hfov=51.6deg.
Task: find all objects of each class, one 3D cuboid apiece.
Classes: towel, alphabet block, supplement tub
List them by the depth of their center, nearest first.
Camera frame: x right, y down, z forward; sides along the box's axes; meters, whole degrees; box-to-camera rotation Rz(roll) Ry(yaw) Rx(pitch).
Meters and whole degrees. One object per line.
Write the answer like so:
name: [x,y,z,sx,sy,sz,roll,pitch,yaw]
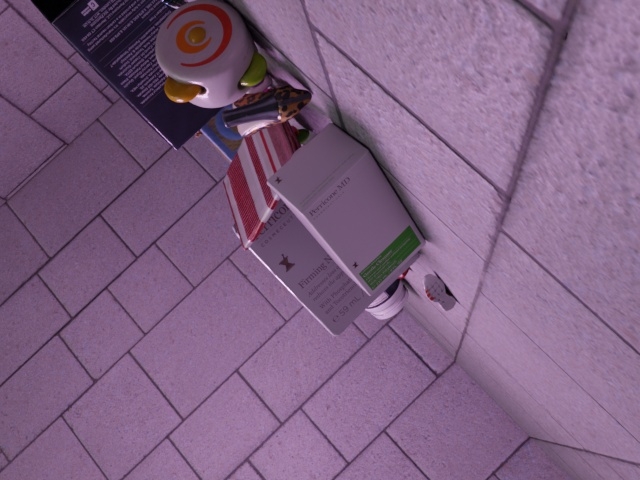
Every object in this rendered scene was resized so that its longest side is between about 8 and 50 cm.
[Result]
towel: [-0.143,-0.164,1.597,0.037,0.329,0.237,2,-128,-32]
alphabet block: [-0.249,-0.345,2.112,0.192,0.193,0.197,47,177,10]
supplement tub: [0.192,0.152,2.522,0.272,0.191,0.191,48,177,-25]

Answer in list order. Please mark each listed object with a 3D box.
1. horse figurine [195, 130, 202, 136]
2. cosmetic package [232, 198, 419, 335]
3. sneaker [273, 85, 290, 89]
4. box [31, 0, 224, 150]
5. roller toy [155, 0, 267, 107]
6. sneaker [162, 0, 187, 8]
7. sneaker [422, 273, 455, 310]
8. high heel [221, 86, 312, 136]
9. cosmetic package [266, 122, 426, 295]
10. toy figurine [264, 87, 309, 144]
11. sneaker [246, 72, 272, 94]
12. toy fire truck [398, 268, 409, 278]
horse figurine: [-0.356,-0.446,2.164,0.066,0.263,0.174,26,-161,-2]
cosmetic package: [0.000,0.000,1.885,0.393,0.329,0.327,46,177,-9]
sneaker: [-0.078,-0.335,1.486,0.083,0.032,0.037,38,159,37]
box: [-0.531,-0.579,1.897,0.472,0.297,0.480,47,177,-40]
roller toy: [-0.233,-0.383,1.354,0.146,0.209,0.191,57,-171,-69]
sneaker: [-0.349,-0.593,1.551,0.190,0.071,0.083,54,-172,31]
sneaker: [0.323,0.141,1.878,0.158,0.061,0.065,50,-178,-37]
high heel: [-0.101,-0.291,1.452,0.261,0.186,0.093,-79,-26,-75]
cosmetic package: [0.068,-0.060,1.480,0.155,0.197,0.365,44,177,41]
toy figurine: [-0.134,-0.312,1.688,0.173,0.130,0.159,3,130,45]
sneaker: [-0.207,-0.420,1.600,0.236,0.095,0.104,33,163,51]
toy fire truck: [0.132,0.017,2.214,0.302,0.169,0.254,47,153,-18]
